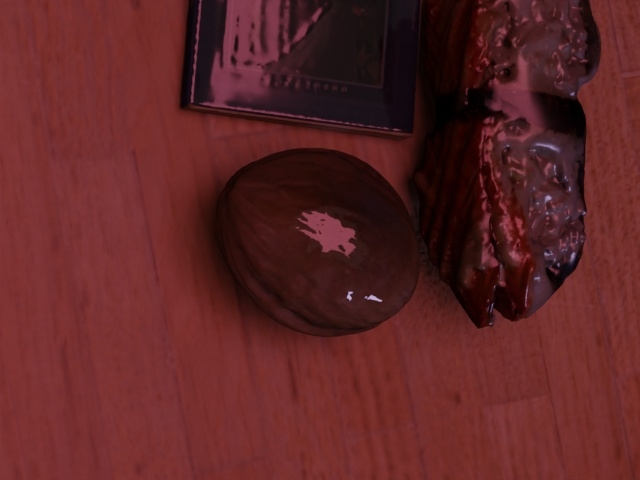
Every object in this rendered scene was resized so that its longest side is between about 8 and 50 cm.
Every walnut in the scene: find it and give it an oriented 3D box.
[{"bbox_3d":[-0.001,0.001,1.319,0.140,0.140,0.162,-46,105,-19],"label":"walnut"}]

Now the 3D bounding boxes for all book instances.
[{"bbox_3d":[-0.008,-0.223,1.399,0.191,0.025,0.269,7,83,-20],"label":"book"}]

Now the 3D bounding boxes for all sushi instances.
[{"bbox_3d":[0.149,-0.095,1.396,0.130,0.124,0.332,3,85,-31],"label":"sushi"}]
